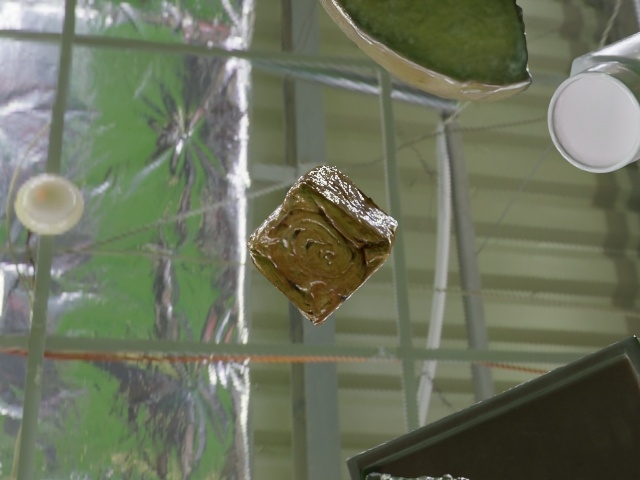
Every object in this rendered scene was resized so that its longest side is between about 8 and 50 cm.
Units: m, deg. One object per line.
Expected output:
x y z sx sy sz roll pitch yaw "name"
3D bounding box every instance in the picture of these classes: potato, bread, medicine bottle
0.103 -0.257 1.300 0.264 0.211 0.190 -3 -91 -15 "potato"
0.000 0.000 1.378 0.158 0.149 0.143 38 -161 -7 "bread"
0.366 -0.162 1.148 0.161 0.111 0.296 22 -150 31 "medicine bottle"

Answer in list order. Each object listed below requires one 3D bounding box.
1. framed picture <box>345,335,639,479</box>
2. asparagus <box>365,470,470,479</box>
0.216 0.343 0.918 0.326 0.028 0.446 -27 -121 20 "framed picture"
0.085 0.212 0.900 0.022 0.233 0.023 13 -105 -14 "asparagus"
